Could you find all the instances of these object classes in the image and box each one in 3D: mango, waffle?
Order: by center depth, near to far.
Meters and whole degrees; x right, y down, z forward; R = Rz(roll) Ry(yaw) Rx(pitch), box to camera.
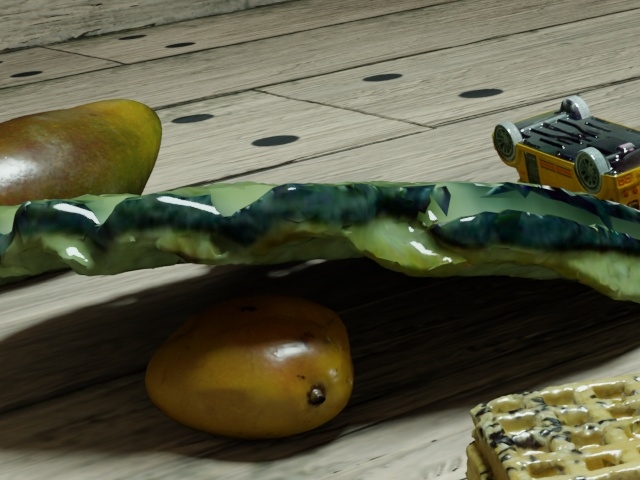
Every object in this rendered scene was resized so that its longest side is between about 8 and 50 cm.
[{"bbox_3d":[0.138,0.088,0.570,0.148,0.042,0.102,-9,16,-3],"label":"waffle"},{"bbox_3d":[-0.037,0.065,0.696,0.114,0.060,0.080,5,31,33],"label":"mango"},{"bbox_3d":[-0.203,-0.043,1.049,0.133,0.111,0.267,-16,10,32],"label":"mango"}]

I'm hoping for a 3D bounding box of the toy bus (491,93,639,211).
[{"bbox_3d":[0.187,-0.049,0.970,0.069,0.074,0.162,-20,21,-17],"label":"toy bus"}]

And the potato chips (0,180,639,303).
[{"bbox_3d":[0.000,0.000,0.813,0.429,0.070,0.358,-3,3,-40],"label":"potato chips"}]
